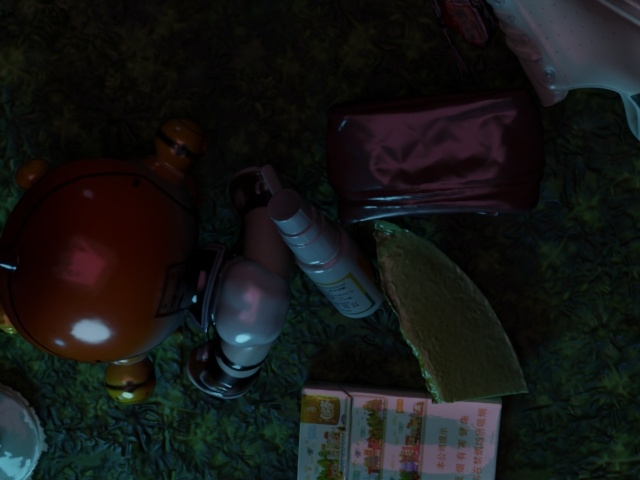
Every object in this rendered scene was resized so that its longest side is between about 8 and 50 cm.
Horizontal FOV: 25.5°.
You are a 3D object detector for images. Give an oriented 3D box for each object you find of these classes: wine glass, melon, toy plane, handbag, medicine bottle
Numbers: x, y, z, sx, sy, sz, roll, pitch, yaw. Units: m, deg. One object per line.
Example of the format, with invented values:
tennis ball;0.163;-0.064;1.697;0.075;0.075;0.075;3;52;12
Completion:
wine glass;-0.410;0.258;1.480;0.143;0.321;0.143;2;102;12
melon;0.118;0.079;1.513;0.114;0.053;0.261;-37;102;-15
toy plane;0.139;-0.247;1.466;0.060;0.037;0.145;-27;103;20
handbag;0.117;-0.086;1.447;0.225;0.146;0.135;-5;100;7
medicine bottle;0.000;0.000;1.457;0.061;0.220;0.092;-29;57;7

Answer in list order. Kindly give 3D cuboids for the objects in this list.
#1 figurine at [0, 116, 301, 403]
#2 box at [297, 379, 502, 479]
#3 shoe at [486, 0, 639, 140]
figurine;-0.194;0.028;1.470;0.323;0.196;0.320;10;102;-8
box;0.087;0.222;1.574;0.220;0.032;0.122;4;103;4
shoe;0.224;-0.228;1.418;0.363;0.132;0.160;28;104;-8
